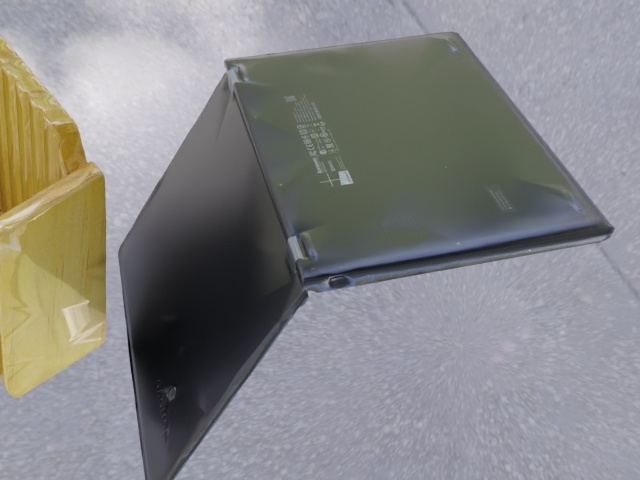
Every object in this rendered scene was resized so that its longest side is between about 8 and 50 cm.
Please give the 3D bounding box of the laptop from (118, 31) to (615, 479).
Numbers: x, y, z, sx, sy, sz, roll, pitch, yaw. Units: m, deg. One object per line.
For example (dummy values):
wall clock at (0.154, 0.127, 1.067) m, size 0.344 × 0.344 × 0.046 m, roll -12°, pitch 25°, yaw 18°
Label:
laptop at (0.000, 0.000, 0.972) m, size 0.408 × 0.236 × 0.382 m, roll -10°, pitch 39°, yaw -10°

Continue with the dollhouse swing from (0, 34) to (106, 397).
dollhouse swing at (-0.439, -0.011, 1.044) m, size 0.305 × 0.315 × 0.347 m, roll -17°, pitch 44°, yaw -30°
